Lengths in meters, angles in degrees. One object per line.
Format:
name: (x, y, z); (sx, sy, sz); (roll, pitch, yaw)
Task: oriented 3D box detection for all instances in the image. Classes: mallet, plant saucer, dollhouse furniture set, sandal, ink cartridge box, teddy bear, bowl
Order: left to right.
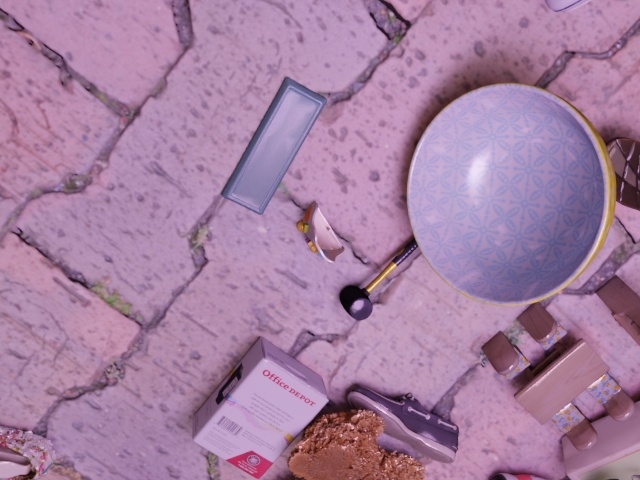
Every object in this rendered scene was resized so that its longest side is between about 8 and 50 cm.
ink cartridge box: (-0.091, 0.254, 1.332); (0.127, 0.072, 0.175); (36, 102, -19)
plant saucer: (-0.065, -0.126, 1.217); (0.067, 0.018, 0.192); (26, 106, -16)
teddy bear: (0.050, 0.394, 1.398); (0.245, 0.113, 0.338); (-31, 120, 16)
mallet: (0.105, 0.042, 1.282); (0.189, 0.062, 0.039); (-42, 112, 9)
bowl: (0.277, -0.063, 1.197); (0.156, 0.289, 0.289); (-6, 121, -53)
dollhouse furniture set: (0.414, 0.193, 1.330); (0.242, 0.161, 0.212); (-43, 111, 9)
sandal: (0.477, -0.088, 1.289); (0.219, 0.060, 0.090); (17, 104, -30)

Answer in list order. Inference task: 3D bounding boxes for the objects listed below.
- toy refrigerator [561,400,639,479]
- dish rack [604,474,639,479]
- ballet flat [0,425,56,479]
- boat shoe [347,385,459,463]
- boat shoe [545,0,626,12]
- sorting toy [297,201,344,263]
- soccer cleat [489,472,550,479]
toy refrigerator: (0.527, 0.319, 1.387); (0.269, 0.094, 0.102); (-34, 113, 26)
dish rack: (0.532, 0.453, 1.400); (0.271, 0.074, 0.208); (6, 137, -11)
ballet flat: (-0.513, 0.308, 1.293); (0.241, 0.077, 0.091); (10, 110, -11)
boat shoe: (0.134, 0.278, 1.392); (0.206, 0.075, 0.065); (33, 60, -13)
boat shoe: (0.407, -0.352, 1.157); (0.226, 0.083, 0.076); (-32, 111, 4)
sorting toy: (0.000, 0.000, 1.244); (0.045, 0.075, 0.083); (-30, 112, 4)
soccer cleat: (0.322, 0.539, 1.487); (0.116, 0.108, 0.318); (5, 108, -14)
